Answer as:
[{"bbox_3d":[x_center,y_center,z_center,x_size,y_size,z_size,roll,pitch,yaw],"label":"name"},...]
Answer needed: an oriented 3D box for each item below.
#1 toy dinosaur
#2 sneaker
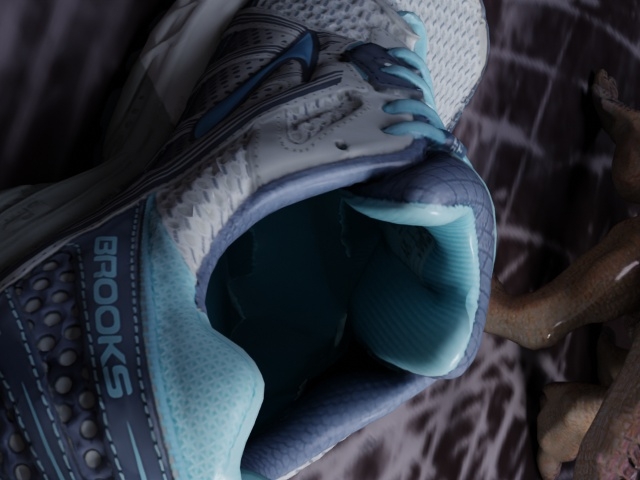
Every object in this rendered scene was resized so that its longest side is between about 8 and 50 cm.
[{"bbox_3d":[0.176,0.014,0.718,0.296,0.200,0.127,-40,120,-52],"label":"toy dinosaur"},{"bbox_3d":[0.000,0.000,0.504,0.283,0.122,0.110,-50,129,-49],"label":"sneaker"}]
